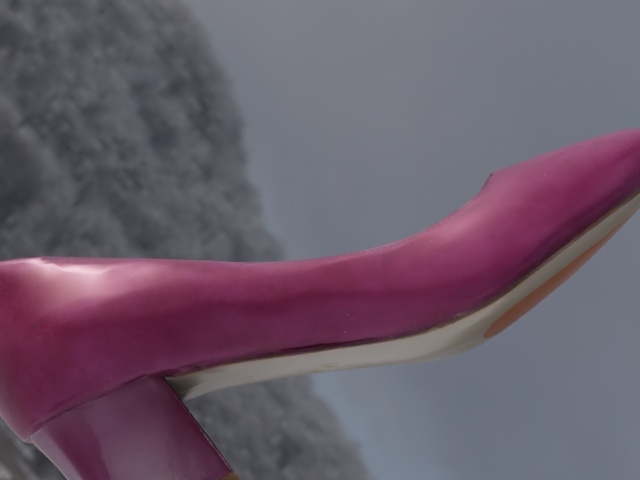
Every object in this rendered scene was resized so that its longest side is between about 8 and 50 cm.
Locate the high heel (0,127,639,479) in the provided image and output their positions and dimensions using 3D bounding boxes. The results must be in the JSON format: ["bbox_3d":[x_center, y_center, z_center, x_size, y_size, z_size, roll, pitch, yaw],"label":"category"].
[{"bbox_3d":[0.000,0.000,0.661,0.117,0.244,0.082,56,-6,11],"label":"high heel"}]
